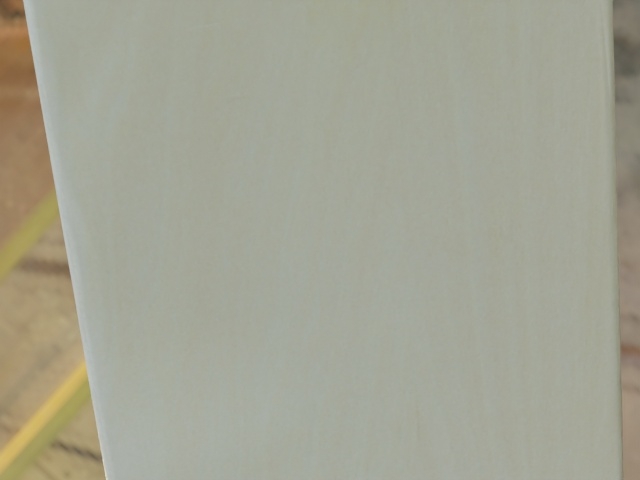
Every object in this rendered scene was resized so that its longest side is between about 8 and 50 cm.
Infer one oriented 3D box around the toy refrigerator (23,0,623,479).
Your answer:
[{"bbox_3d":[0.000,0.000,0.404,0.094,0.102,0.269,-110,12,-61],"label":"toy refrigerator"}]
